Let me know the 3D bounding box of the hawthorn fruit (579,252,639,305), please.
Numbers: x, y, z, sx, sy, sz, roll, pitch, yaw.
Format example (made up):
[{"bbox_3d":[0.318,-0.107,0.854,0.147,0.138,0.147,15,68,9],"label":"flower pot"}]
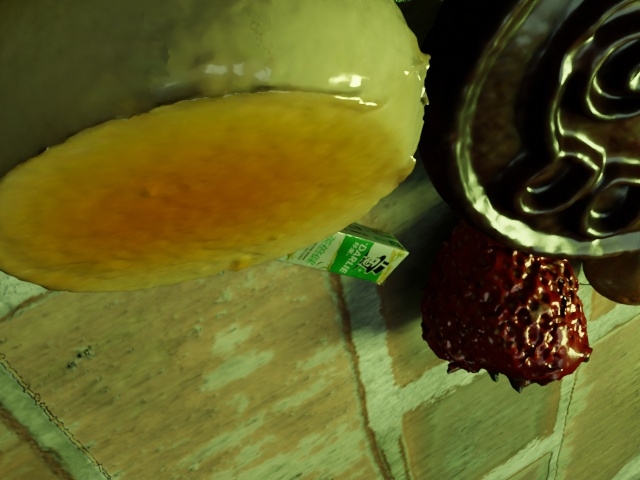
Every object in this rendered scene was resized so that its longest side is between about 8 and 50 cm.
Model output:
[{"bbox_3d":[0.410,0.032,1.040,0.149,0.149,0.189,-13,131,-28],"label":"hawthorn fruit"}]

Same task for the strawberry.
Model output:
[{"bbox_3d":[0.196,0.059,0.888,0.184,0.187,0.202,-16,111,2],"label":"strawberry"}]

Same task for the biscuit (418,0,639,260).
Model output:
[{"bbox_3d":[0.279,-0.133,0.671,0.407,0.091,0.407,-9,137,-8],"label":"biscuit"}]

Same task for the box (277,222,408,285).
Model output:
[{"bbox_3d":[0.000,0.000,0.768,0.207,0.041,0.050,16,118,-45],"label":"box"}]

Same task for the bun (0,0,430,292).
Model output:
[{"bbox_3d":[-0.085,-0.090,0.502,0.298,0.165,0.299,-15,163,-5],"label":"bun"}]
